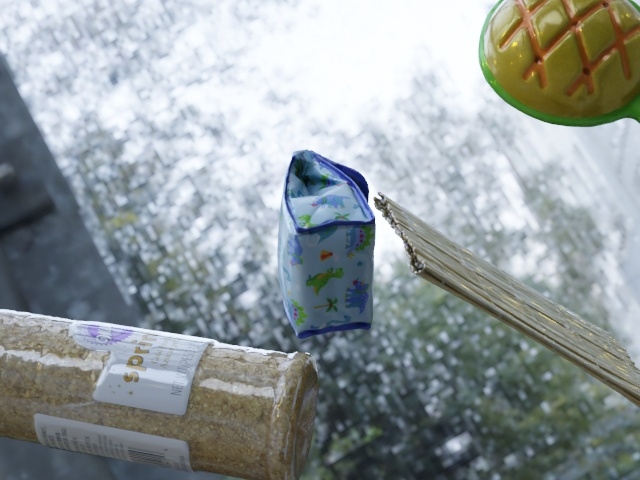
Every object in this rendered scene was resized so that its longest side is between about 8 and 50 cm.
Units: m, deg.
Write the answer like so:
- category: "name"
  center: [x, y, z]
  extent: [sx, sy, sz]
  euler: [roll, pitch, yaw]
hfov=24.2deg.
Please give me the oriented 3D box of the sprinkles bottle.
- category: "sprinkles bottle"
  center: [-0.184, 0.130, 1.295]
  extent: [0.355, 0.121, 0.121]
  euler: [8, -15, 10]

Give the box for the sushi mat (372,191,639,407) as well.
- category: "sushi mat"
  center: [0.186, 0.062, 1.376]
  extent: [0.316, 0.151, 0.019]
  euler: [30, -72, -25]

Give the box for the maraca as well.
- category: "maraca"
  center: [0.217, -0.145, 1.183]
  extent: [0.099, 0.186, 0.127]
  euler: [71, -145, -74]

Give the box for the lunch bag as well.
- category: "lunch bag"
  center: [0.000, 0.000, 1.432]
  extent: [0.096, 0.151, 0.128]
  euler: [-7, -59, -14]
